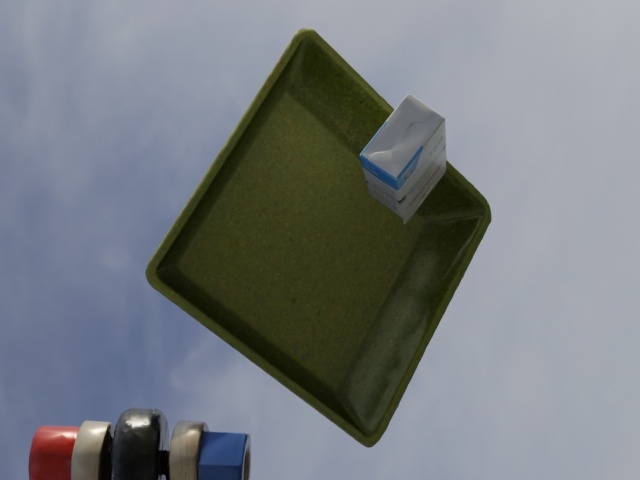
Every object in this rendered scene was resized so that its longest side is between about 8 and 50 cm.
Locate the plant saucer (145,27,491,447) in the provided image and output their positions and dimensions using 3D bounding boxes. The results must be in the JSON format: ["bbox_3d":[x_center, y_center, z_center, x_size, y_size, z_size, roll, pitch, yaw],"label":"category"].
[{"bbox_3d":[0.000,0.000,0.632,0.188,0.045,0.188,41,-114,-25],"label":"plant saucer"}]

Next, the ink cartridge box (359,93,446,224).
[{"bbox_3d":[0.051,-0.046,0.614,0.048,0.028,0.083,-51,-17,-10],"label":"ink cartridge box"}]

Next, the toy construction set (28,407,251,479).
[{"bbox_3d":[-0.134,0.259,0.545,0.309,0.257,0.237,-16,-31,-12],"label":"toy construction set"}]
